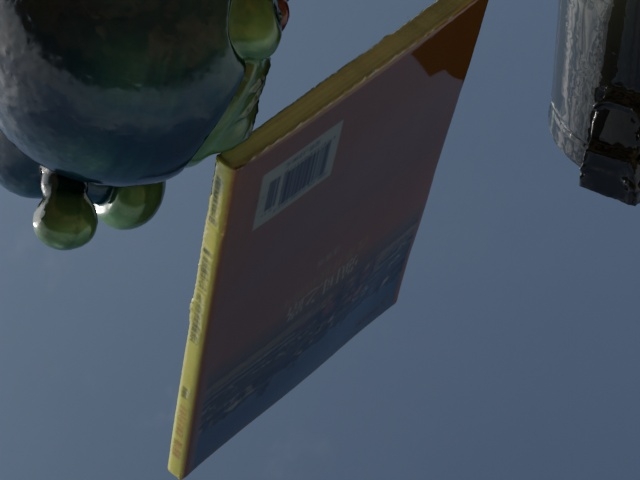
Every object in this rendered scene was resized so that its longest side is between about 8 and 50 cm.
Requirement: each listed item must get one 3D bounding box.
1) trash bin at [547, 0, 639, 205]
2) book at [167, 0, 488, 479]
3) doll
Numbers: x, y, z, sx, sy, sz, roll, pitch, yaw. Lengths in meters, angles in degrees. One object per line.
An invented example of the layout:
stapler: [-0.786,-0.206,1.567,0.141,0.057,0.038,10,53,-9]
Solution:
trash bin: [0.286,-0.208,1.358,0.203,0.301,0.252,23,-134,26]
book: [0.000,0.000,1.270,0.028,0.374,0.262,38,-126,19]
doll: [-0.137,-0.116,1.081,0.186,0.322,0.198,4,-117,-25]
